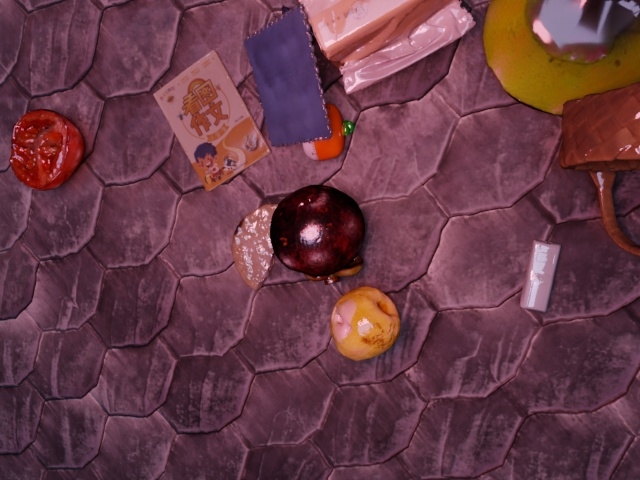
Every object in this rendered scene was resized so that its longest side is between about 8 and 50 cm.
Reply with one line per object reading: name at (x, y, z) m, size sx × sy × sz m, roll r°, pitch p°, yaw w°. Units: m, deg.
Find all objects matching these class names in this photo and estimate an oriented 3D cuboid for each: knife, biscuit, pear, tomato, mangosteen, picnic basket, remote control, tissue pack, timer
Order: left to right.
tomato at (-0.738, -0.251, 1.226) m, size 0.228 × 0.101 × 0.228 m, roll 0°, pitch 91°, yaw 18°
biscuit at (-0.161, -0.002, 1.164) m, size 0.133 × 0.032 × 0.250 m, roll 30°, pitch 104°, yaw 7°
knife at (-0.054, -0.518, 1.065) m, size 0.121 × 0.018 × 0.031 m, roll 47°, pitch 139°, yaw 4°
mangosteen at (0.000, 0.000, 1.045) m, size 0.228 × 0.228 × 0.265 m, roll -10°, pitch 126°, yaw 14°
timer at (0.018, -0.257, 1.050) m, size 0.136 × 0.099 × 0.136 m, roll 6°, pitch 112°, yaw 14°
pear at (0.101, 0.202, 1.069) m, size 0.178 × 0.178 × 0.178 m, roll 2°, pitch 99°, yaw 12°
tissue pack at (0.142, -0.468, 0.934) m, size 0.305 × 0.238 × 0.239 m, roll -25°, pitch 92°, yaw 14°
remote control at (0.507, 0.082, 1.027) m, size 0.061 × 0.029 × 0.162 m, roll 8°, pitch 100°, yaw 10°
pear at (0.533, -0.449, 0.870) m, size 0.398 × 0.165 × 0.399 m, roll 2°, pitch 99°, yaw 12°
picnic basket at (0.625, -0.118, 0.825) m, size 0.337 × 0.293 × 0.337 m, roll -1°, pitch 95°, yaw -10°

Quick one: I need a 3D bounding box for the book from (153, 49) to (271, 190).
book at (-0.282, -0.305, 1.153) m, size 0.208 × 0.020 × 0.295 m, roll -29°, pitch 91°, yaw 16°

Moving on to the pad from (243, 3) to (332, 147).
pad at (-0.078, -0.346, 0.994) m, size 0.269 × 0.012 × 0.269 m, roll 12°, pitch 119°, yaw 54°
